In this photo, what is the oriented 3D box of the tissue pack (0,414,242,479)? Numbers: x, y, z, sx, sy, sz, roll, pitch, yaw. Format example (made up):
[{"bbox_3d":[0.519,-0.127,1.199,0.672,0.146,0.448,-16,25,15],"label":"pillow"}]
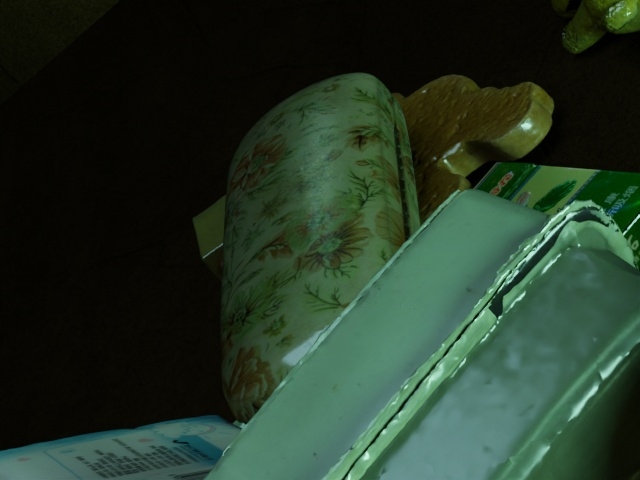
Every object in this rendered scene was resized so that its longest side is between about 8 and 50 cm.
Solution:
[{"bbox_3d":[-0.100,0.202,1.296,0.201,0.124,0.271,-12,10,-22],"label":"tissue pack"}]

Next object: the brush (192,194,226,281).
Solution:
[{"bbox_3d":[-0.057,0.008,1.782,0.103,0.047,0.233,-39,22,9],"label":"brush"}]

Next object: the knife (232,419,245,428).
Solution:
[{"bbox_3d":[-0.035,0.122,1.566,0.293,0.020,0.043,-43,19,-1],"label":"knife"}]

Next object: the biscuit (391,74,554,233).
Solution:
[{"bbox_3d":[0.082,-0.069,1.689,0.186,0.044,0.295,-44,22,-10],"label":"biscuit"}]

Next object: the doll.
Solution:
[{"bbox_3d":[0.237,-0.226,1.648,0.137,0.097,0.209,-51,16,-6],"label":"doll"}]

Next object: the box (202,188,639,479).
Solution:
[{"bbox_3d":[0.085,0.132,1.058,0.166,0.220,0.290,25,68,44],"label":"box"}]

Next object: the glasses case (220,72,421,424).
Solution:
[{"bbox_3d":[0.000,0.000,1.529,0.156,0.098,0.425,-32,26,17],"label":"glasses case"}]

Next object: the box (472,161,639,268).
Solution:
[{"bbox_3d":[0.154,0.003,1.433,0.132,0.034,0.235,-48,21,-13],"label":"box"}]
